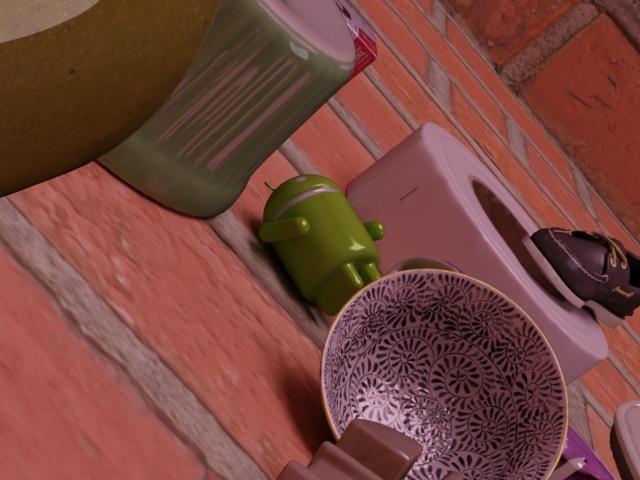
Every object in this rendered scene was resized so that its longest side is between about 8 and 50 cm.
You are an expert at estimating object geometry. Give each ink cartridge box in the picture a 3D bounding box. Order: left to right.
[{"bbox_3d":[-0.008,-0.254,1.701,0.150,0.063,0.109,47,16,-18],"label":"ink cartridge box"}]

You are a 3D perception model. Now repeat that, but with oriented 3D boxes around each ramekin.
[{"bbox_3d":[-0.112,-0.179,1.060,0.303,0.148,0.303,47,16,-17],"label":"ramekin"}]

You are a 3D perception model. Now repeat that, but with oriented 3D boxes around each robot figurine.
[{"bbox_3d":[0.000,0.000,1.130,0.101,0.067,0.115,0,51,-46],"label":"robot figurine"}]

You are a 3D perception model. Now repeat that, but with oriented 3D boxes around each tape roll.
[{"bbox_3d":[0.150,0.024,1.453,0.286,0.100,0.286,47,16,-18],"label":"tape roll"}]

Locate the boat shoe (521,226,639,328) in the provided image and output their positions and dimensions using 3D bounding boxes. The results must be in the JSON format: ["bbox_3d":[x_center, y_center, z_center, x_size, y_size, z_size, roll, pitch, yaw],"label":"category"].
[{"bbox_3d":[0.260,0.023,1.452,0.228,0.069,0.081,26,30,-59],"label":"boat shoe"}]

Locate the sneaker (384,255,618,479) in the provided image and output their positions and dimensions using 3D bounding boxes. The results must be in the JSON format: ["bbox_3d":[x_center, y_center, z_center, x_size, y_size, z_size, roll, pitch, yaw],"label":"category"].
[{"bbox_3d":[0.118,0.121,1.083,0.282,0.102,0.161,52,-7,45],"label":"sneaker"}]

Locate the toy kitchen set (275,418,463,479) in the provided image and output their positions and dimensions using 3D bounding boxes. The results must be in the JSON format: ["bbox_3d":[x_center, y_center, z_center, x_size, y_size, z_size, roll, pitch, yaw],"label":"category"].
[{"bbox_3d":[0.057,0.208,0.797,0.207,0.122,0.166,34,12,13],"label":"toy kitchen set"}]

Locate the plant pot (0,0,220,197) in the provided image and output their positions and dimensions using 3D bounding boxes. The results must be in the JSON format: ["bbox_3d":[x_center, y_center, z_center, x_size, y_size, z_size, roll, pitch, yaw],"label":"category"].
[{"bbox_3d":[-0.208,-0.097,0.448,0.275,0.275,0.293,51,31,-3],"label":"plant pot"}]

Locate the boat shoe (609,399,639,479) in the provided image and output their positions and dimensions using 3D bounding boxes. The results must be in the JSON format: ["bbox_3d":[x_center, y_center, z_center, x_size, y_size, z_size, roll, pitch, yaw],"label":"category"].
[{"bbox_3d":[0.366,0.294,1.480,0.109,0.091,0.305,-10,52,-30],"label":"boat shoe"}]

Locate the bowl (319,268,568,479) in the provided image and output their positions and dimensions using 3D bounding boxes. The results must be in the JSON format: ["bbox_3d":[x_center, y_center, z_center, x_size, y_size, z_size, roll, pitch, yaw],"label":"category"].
[{"bbox_3d":[0.069,0.111,1.000,0.170,0.080,0.170,8,63,-16],"label":"bowl"}]
